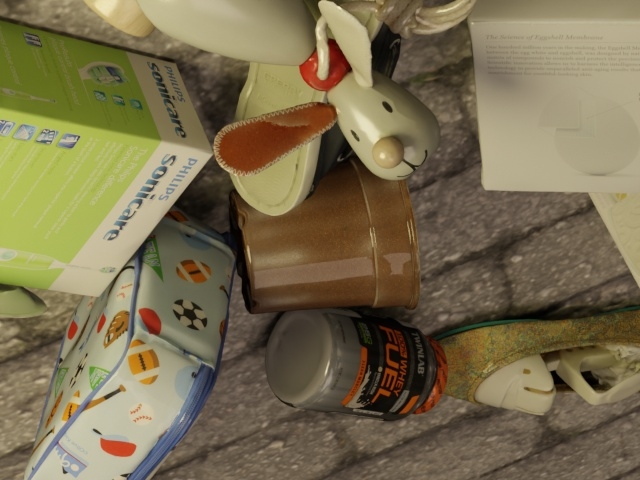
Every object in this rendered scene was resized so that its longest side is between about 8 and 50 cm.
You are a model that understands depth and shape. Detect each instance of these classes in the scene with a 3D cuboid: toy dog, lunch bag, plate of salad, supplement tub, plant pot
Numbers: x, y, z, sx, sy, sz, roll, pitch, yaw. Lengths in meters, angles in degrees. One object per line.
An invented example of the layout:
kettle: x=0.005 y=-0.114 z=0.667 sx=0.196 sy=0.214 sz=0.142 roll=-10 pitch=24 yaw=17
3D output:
toy dog: x=-0.045 y=-0.165 z=1.570 sx=0.334 sy=0.161 sz=0.220 roll=20 pitch=116 yaw=-1
lunch bag: x=-0.181 y=0.116 z=1.852 sx=0.115 sy=0.303 sz=0.243 roll=29 pitch=123 yaw=-13
plate of salad: x=-0.344 y=0.045 z=1.748 sx=0.200 sy=0.200 sz=0.048 roll=11 pitch=100 yaw=-39
supplement tub: x=0.043 y=0.137 z=2.151 sx=0.190 sy=0.117 sz=0.117 roll=11 pitch=131 yaw=-41
plant pot: x=0.000 y=0.000 z=1.921 sx=0.165 sy=0.167 sz=0.167 roll=-10 pitch=143 yaw=-9

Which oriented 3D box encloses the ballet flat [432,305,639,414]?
ballet flat: x=0.279 y=0.151 z=2.310 sx=0.349 sy=0.123 sz=0.123 roll=-6 pitch=141 yaw=-24

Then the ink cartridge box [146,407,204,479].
ink cartridge box: x=-0.196 y=0.182 z=2.073 sx=0.063 sy=0.109 sz=0.150 roll=10 pitch=132 yaw=-35

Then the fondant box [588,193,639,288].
fondant box: x=0.388 y=0.004 z=2.076 sx=0.096 sy=0.238 sz=0.330 roll=-32 pitch=144 yaw=13

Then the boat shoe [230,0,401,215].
boat shoe: x=0.018 y=-0.179 z=1.734 sx=0.113 sy=0.127 sz=0.340 roll=-25 pitch=139 yaw=-48

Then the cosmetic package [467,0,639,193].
cosmetic package: x=0.257 y=-0.166 z=1.786 sx=0.224 sy=0.138 sz=0.224 roll=2 pitch=142 yaw=10

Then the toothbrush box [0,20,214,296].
toothbrush box: x=-0.272 y=-0.072 z=1.690 sx=0.283 sy=0.122 sz=0.206 roll=11 pitch=133 yaw=-38
